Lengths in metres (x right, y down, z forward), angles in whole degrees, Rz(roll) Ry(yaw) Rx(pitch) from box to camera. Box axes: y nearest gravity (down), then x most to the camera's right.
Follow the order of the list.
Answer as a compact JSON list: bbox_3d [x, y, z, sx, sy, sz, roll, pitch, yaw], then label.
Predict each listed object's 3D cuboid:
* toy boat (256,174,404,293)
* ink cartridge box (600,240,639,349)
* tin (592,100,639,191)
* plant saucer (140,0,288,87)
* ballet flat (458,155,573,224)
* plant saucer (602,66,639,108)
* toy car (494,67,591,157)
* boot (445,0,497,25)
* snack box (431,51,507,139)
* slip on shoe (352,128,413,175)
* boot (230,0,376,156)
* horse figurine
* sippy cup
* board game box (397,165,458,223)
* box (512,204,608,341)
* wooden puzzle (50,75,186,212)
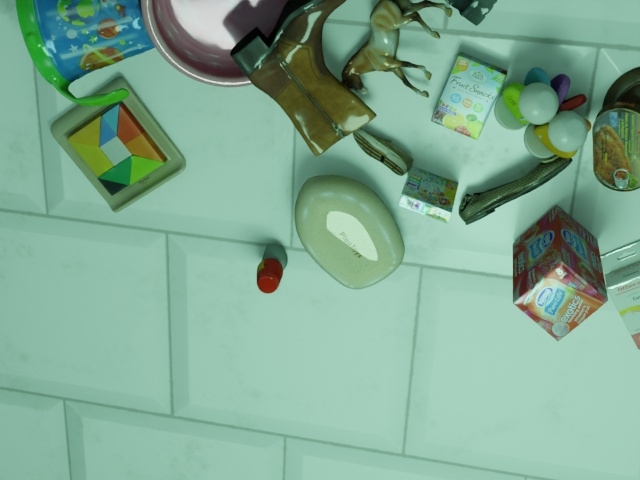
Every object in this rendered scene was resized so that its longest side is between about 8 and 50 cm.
[{"bbox_3d":[0.000,0.000,1.999,0.318,0.148,0.267,-28,111,15],"label":"toy boat"},{"bbox_3d":[0.647,0.107,1.923,0.115,0.067,0.198,-26,106,23],"label":"ink cartridge box"},{"bbox_3d":[0.567,-0.175,1.799,0.106,0.040,0.190,9,134,26],"label":"tin"},{"bbox_3d":[-0.168,-0.455,1.797,0.332,0.084,0.332,-5,122,-8],"label":"plant saucer"},{"bbox_3d":[0.377,-0.110,1.888,0.249,0.084,0.058,-31,80,28],"label":"ballet flat"},{"bbox_3d":[0.612,-0.241,1.791,0.168,0.029,0.169,6,116,12],"label":"plant saucer"},{"bbox_3d":[0.425,-0.244,1.782,0.182,0.159,0.136,41,81,-10],"label":"toy car"},{"bbox_3d":[0.187,-0.634,1.595,0.445,0.146,0.367,34,99,-7],"label":"boot"},{"bbox_3d":[0.284,-0.277,1.846,0.100,0.037,0.141,23,117,1],"label":"snack box"},{"bbox_3d":[0.126,-0.185,1.927,0.135,0.041,0.051,37,158,10],"label":"slip on shoe"},{"bbox_3d":[0.014,-0.319,1.799,0.264,0.096,0.280,-38,117,13],"label":"boot"},{"bbox_3d":[0.143,-0.381,1.808,0.174,0.066,0.263,24,127,16],"label":"horse figurine"},{"bbox_3d":[-0.433,-0.433,1.851,0.224,0.240,0.306,-11,121,6],"label":"sippy cup"},{"bbox_3d":[0.212,-0.092,1.884,0.103,0.154,0.026,20,118,3],"label":"board game box"},{"bbox_3d":[0.453,0.057,1.838,0.122,0.257,0.128,40,117,-9],"label":"box"},{"bbox_3d":[-0.436,-0.198,2.050,0.221,0.044,0.239,-28,105,24],"label":"wooden puzzle"}]
